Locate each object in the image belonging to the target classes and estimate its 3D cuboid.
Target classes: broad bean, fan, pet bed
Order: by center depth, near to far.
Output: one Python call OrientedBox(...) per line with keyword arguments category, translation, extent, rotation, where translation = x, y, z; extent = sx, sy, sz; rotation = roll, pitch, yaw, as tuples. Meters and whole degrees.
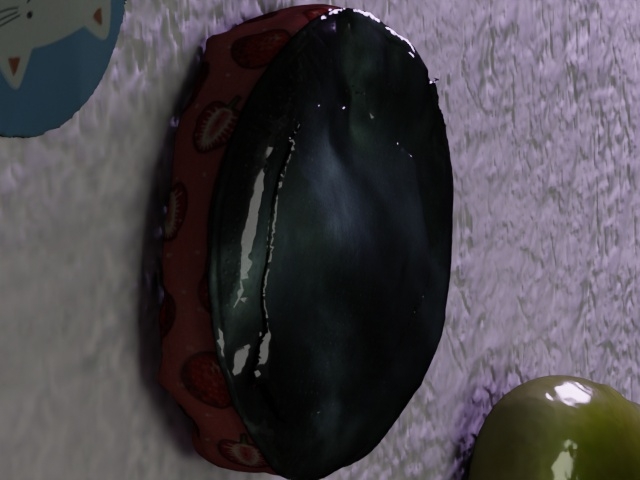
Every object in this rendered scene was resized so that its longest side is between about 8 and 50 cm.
OrientedBox(category="fan", translation=(-0.103, -0.120, 0.652), extent=(0.113, 0.005, 0.175), rotation=(-36, 126, -52))
OrientedBox(category="pet bed", translation=(0.000, 0.000, 0.800), extent=(0.201, 0.053, 0.201), rotation=(-15, 108, -58))
OrientedBox(category="broad bean", translation=(0.134, 0.133, 1.032), extent=(0.174, 0.082, 0.124), rotation=(8, 87, -50))
